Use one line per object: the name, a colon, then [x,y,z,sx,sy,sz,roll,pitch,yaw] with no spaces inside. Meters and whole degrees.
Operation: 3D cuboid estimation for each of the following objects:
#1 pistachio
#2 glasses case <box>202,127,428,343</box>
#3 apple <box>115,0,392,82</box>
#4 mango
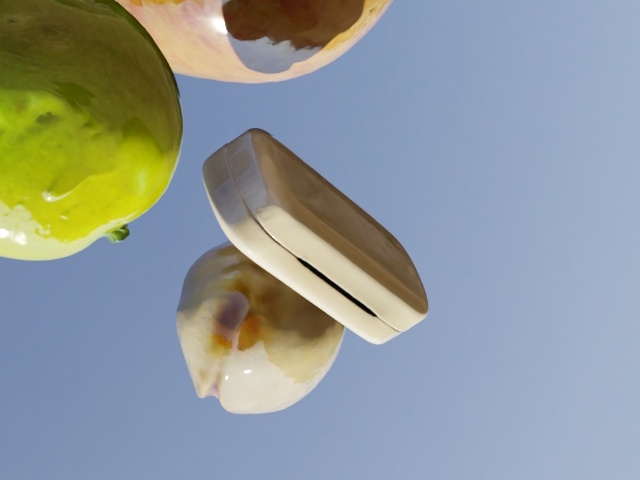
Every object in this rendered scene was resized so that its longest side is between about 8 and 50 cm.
pistachio: [-0.049,0.070,1.338,0.215,0.144,0.144,91,-177,-66]
glasses case: [0.000,0.000,1.069,0.196,0.050,0.083,38,-154,-46]
apple: [-0.091,-0.338,1.428,0.333,0.400,0.400,35,-127,-61]
mango: [-0.220,-0.090,1.082,0.185,0.273,0.149,-65,21,22]
